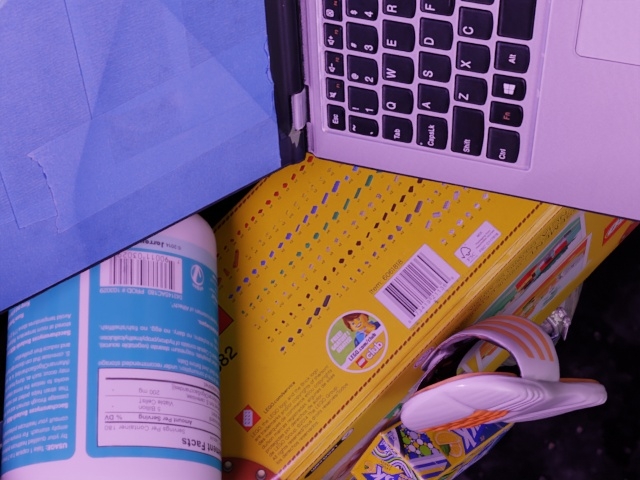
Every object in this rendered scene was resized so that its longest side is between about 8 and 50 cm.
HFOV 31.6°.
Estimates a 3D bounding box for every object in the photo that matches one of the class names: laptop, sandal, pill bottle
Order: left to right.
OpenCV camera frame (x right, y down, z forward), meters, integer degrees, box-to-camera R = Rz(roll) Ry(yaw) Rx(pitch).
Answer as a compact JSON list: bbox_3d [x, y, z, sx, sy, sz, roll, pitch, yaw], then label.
[{"bbox_3d":[-0.141,0.112,0.770,0.146,0.146,0.264,76,11,-68],"label":"pill bottle"},{"bbox_3d":[0.001,-0.110,0.539,0.382,0.408,0.236,87,21,-46],"label":"laptop"},{"bbox_3d":[0.139,0.100,0.873,0.102,0.076,0.265,-21,162,29],"label":"sandal"}]

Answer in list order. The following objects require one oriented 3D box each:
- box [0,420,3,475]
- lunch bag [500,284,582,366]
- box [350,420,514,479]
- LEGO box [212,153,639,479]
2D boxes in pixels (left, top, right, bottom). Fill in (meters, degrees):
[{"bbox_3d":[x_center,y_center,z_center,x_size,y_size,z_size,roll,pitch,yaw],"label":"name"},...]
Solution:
[{"bbox_3d":[-0.271,0.232,1.062,0.136,0.036,0.225,-54,162,1],"label":"box"},{"bbox_3d":[0.219,-0.004,1.357,0.256,0.212,0.305,-34,-150,60],"label":"lunch bag"},{"bbox_3d":[0.101,0.175,0.974,0.169,0.059,0.054,-19,149,-53],"label":"box"},{"bbox_3d":[0.079,0.030,1.027,0.500,0.193,0.372,-45,161,-3],"label":"LEGO box"}]
